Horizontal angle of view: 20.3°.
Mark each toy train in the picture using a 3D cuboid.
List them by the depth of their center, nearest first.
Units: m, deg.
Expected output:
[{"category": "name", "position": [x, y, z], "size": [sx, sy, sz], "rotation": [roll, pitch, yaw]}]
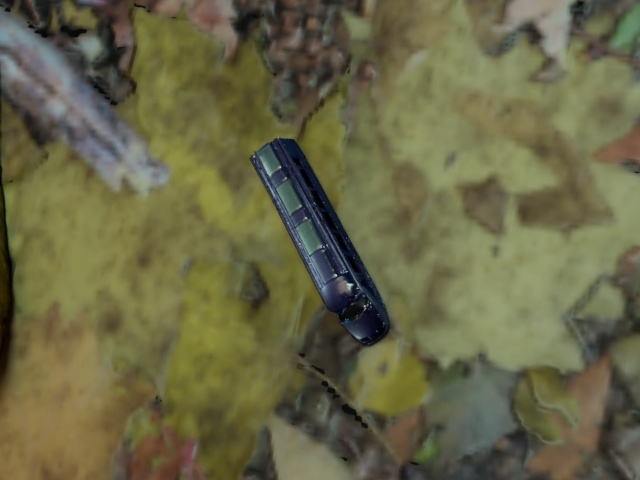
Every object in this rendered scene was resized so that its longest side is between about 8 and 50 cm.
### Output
[{"category": "toy train", "position": [0.000, 0.000, 0.644], "size": [0.017, 0.017, 0.083], "rotation": [-36, 66, 19]}]

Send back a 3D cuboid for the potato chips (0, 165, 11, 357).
[{"category": "potato chips", "position": [-0.142, -0.036, 0.721], "size": [0.026, 0.037, 0.204], "rotation": [-10, 70, 16]}]
